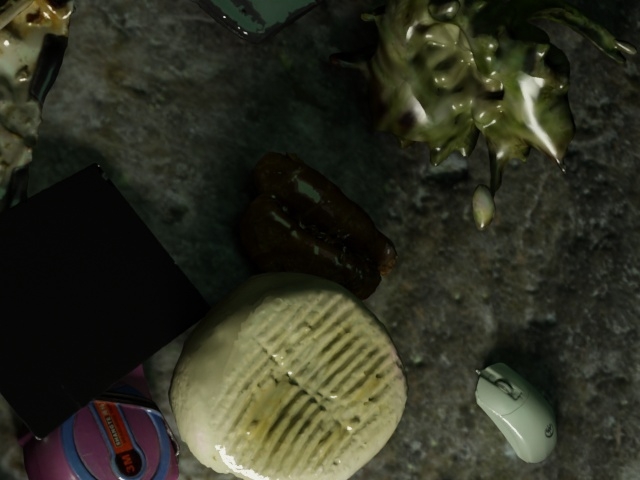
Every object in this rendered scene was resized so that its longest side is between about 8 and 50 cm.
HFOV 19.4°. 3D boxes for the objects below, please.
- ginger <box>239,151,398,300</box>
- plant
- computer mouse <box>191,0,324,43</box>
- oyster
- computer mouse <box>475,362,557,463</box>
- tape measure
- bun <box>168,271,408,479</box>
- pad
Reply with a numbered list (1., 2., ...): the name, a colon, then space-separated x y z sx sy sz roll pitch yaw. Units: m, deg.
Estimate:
1. ginger: 0.000 0.000 1.632 0.162 0.073 0.103 35 60 -21
2. plant: 0.152 -0.177 1.802 0.251 0.180 0.333 47 22 -4
3. computer mouse: -0.023 -0.297 1.712 0.295 0.087 0.168 -37 93 -23
4. oyster: -0.269 -0.101 1.497 0.128 0.078 0.345 44 51 -39
5. computer mouse: 0.184 0.156 1.728 0.110 0.032 0.056 49 54 -10
6. tape measure: -0.170 0.162 1.468 0.125 0.074 0.118 -14 77 -41
7. bun: -0.035 0.125 1.540 0.178 0.128 0.193 47 67 -12
8. pad: -0.198 0.040 1.471 0.164 0.004 0.243 52 37 1
